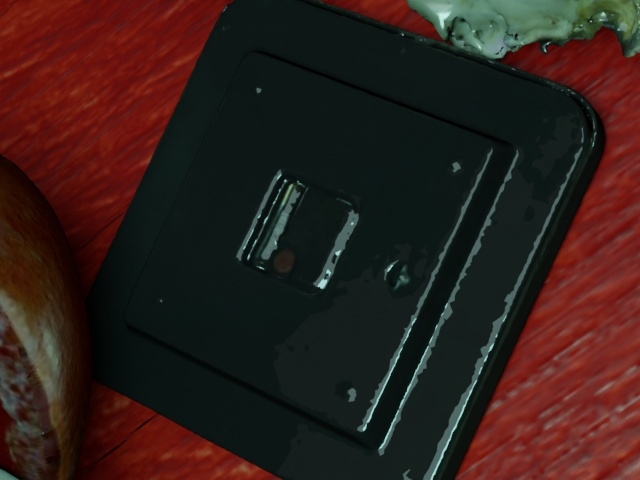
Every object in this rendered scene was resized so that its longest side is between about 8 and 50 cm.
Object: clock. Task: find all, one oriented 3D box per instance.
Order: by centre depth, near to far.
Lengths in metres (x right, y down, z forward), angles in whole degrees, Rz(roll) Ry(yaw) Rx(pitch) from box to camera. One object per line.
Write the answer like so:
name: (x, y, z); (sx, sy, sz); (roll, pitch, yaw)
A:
clock: (0.000, 0.000, 1.058); (0.273, 0.049, 0.279); (22, 86, 29)

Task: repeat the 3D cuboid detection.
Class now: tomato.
tomato: (-0.236, 0.031, 1.070); (0.309, 0.309, 0.170); (10, 36, 28)

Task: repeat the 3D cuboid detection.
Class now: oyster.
oyster: (0.129, -0.167, 1.037); (0.163, 0.081, 0.191); (-53, 55, 35)

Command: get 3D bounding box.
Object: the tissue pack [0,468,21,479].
tissue pack: (-0.185, 0.321, 0.919); (0.266, 0.194, 0.356); (25, 111, 29)
